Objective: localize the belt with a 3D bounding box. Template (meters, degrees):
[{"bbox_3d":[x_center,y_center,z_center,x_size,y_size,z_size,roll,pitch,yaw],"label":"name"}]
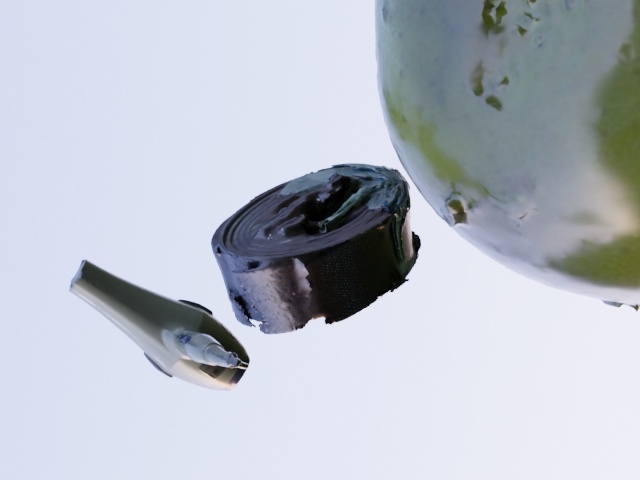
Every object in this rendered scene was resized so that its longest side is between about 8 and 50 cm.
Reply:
[{"bbox_3d":[0.000,0.000,1.030,0.140,0.105,0.058,-35,-56,-40],"label":"belt"}]

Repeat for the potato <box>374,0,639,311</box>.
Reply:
[{"bbox_3d":[0.161,-0.088,0.621,0.304,0.216,0.215,-10,-93,-21],"label":"potato"}]

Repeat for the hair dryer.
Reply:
[{"bbox_3d":[-0.134,0.068,1.396,0.067,0.167,0.199,-61,0,-5],"label":"hair dryer"}]
